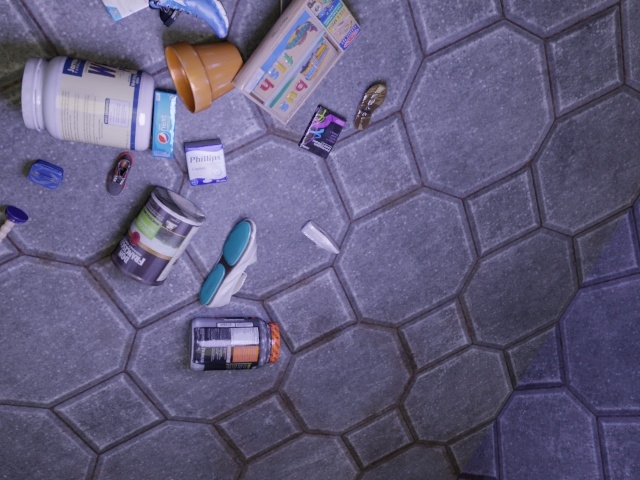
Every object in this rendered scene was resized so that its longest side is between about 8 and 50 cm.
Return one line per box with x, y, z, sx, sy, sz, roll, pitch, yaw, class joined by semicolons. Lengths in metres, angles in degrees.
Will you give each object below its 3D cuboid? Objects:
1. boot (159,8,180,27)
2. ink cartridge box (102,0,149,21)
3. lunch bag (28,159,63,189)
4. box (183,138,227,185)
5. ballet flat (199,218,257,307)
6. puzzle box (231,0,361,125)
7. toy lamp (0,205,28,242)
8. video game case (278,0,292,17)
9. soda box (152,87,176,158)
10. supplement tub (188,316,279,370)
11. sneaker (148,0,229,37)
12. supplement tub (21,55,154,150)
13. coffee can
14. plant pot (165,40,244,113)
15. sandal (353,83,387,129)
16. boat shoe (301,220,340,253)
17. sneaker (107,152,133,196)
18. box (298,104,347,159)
-0.458;-0.768;1.382;0.207;0.094;0.246;26;99;-30;boot
-0.561;-0.701;1.411;0.122;0.052;0.088;-26;120;-2;ink cartridge box
-0.868;-0.206;1.555;0.098;0.065;0.067;23;107;-25;lunch bag
-0.391;-0.266;1.667;0.126;0.072;0.137;-9;117;-13;box
-0.319;0.091;1.849;0.139;0.139;0.400;23;111;-25;ballet flat
-0.067;-0.583;1.543;0.409;0.052;0.272;-50;152;10;puzzle box
-1.065;0.013;1.598;0.275;0.080;0.080;-46;119;8;toy lamp
-0.033;-0.816;1.531;0.196;0.026;0.274;-5;118;-14;video game case
-0.503;-0.375;1.578;0.067;0.071;0.210;4;114;-18;soda box
-0.343;0.407;1.937;0.338;0.207;0.207;3;114;-18;supplement tub
-0.393;-0.670;1.337;0.330;0.130;0.147;37;98;-27;sneaker
-0.661;-0.398;1.425;0.324;0.235;0.235;5;114;-20;supplement tub
-0.551;-0.014;1.669;0.201;0.201;0.275;31;103;-27;coffee can
-0.342;-0.518;1.498;0.188;0.205;0.205;-27;121;-20;plant pot
0.170;-0.480;1.750;0.072;0.049;0.180;18;124;-18;sandal
0.000;0.000;1.925;0.063;0.066;0.184;-38;123;20;boat shoe
-0.665;-0.213;1.613;0.061;0.065;0.158;18;109;-24;sneaker
0.007;-0.385;1.754;0.116;0.029;0.162;21;109;-25;box
